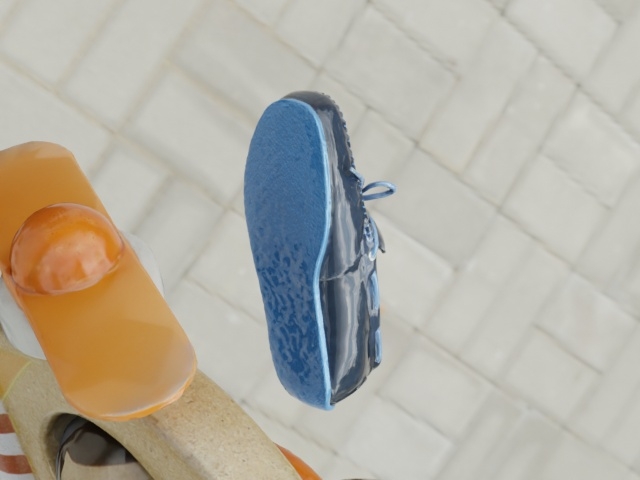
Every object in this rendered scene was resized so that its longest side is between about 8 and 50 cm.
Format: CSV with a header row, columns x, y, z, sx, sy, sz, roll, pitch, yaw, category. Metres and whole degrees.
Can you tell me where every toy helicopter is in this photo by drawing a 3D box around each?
x,y,z,sx,sy,sz,roll,pitch,yaw,category
-0.134,0.040,0.722,0.140,0.355,0.235,-40,159,-31,toy helicopter

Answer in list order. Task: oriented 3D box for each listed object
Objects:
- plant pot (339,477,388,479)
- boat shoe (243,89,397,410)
x,y,z,sx,sy,sz,roll,pitch,yaw,category
0.065,0.278,1.177,0.109,0.237,0.237,3,111,-18,plant pot
0.000,0.000,1.346,0.089,0.109,0.258,-26,131,-37,boat shoe
